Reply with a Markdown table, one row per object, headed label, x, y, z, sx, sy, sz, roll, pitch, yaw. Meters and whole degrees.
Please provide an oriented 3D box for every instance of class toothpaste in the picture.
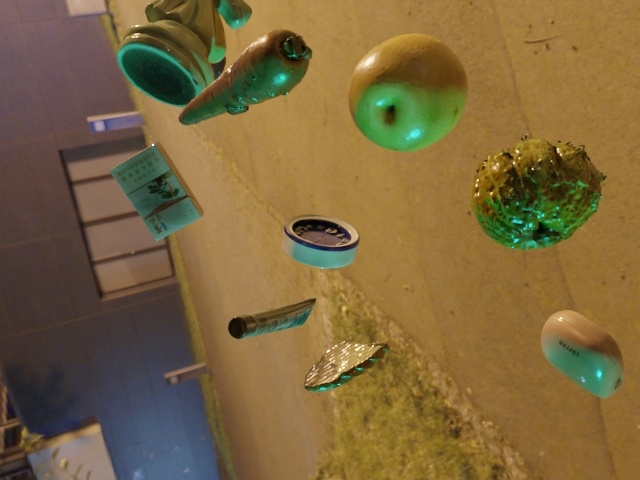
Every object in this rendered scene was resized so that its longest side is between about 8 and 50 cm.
| label | x | y | z | sx | sy | sz | roll | pitch | yaw |
| --- | --- | --- | --- | --- | --- | --- | --- | --- | --- |
| toothpaste | -0.075 | 0.137 | 1.059 | 0.039 | 0.239 | 0.062 | 32 | 105 | 25 |

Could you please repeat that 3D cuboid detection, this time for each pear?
| label | x | y | z | sx | sy | sz | roll | pitch | yaw |
| --- | --- | --- | --- | --- | --- | --- | --- | --- | --- |
| pear | 0.256 | -0.428 | 1.773 | 0.348 | 0.348 | 0.348 | 165 | 90 | -70 |

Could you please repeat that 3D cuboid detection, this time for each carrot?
| label | x | y | z | sx | sy | sz | roll | pitch | yaw |
| --- | --- | --- | --- | --- | --- | --- | --- | --- | --- |
| carrot | -0.082 | -0.132 | 0.542 | 0.254 | 0.049 | 0.049 | -2 | 102 | 59 |

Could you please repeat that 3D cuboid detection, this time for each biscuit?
| label | x | y | z | sx | sy | sz | roll | pitch | yaw |
| --- | --- | --- | --- | --- | --- | --- | --- | --- | --- |
| biscuit | 0.043 | 0.302 | 1.445 | 0.036 | 0.187 | 0.273 | 59 | 161 | -4 |

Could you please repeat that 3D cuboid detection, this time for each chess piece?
| label | x | y | z | sx | sy | sz | roll | pitch | yaw |
| --- | --- | --- | --- | --- | --- | --- | --- | --- | --- |
| chess piece | -0.233 | -0.405 | 1.116 | 0.176 | 0.176 | 0.298 | 131 | 161 | -66 |

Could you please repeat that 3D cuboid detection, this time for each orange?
| label | x | y | z | sx | sy | sz | roll | pitch | yaw |
| --- | --- | --- | --- | --- | --- | --- | --- | --- | --- |
| orange | 0.512 | -0.096 | 1.441 | 0.300 | 0.301 | 0.223 | 102 | 171 | -54 |

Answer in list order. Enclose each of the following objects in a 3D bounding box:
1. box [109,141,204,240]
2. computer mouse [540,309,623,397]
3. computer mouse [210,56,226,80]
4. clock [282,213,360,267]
| label | x | y | z | sx | sy | sz | roll | pitch | yaw |
| --- | --- | --- | --- | --- | --- | --- | --- | --- | --- |
| box | -0.445 | -0.134 | 1.663 | 0.233 | 0.150 | 0.067 | 59 | -171 | -16 |
| computer mouse | 0.469 | 0.211 | 1.091 | 0.145 | 0.082 | 0.236 | 39 | 172 | 36 |
| computer mouse | -0.387 | -0.560 | 1.773 | 0.057 | 0.232 | 0.120 | 17 | 80 | 60 |
| clock | 0.000 | 0.000 | 1.834 | 0.230 | 0.231 | 0.083 | 50 | 136 | 50 |
